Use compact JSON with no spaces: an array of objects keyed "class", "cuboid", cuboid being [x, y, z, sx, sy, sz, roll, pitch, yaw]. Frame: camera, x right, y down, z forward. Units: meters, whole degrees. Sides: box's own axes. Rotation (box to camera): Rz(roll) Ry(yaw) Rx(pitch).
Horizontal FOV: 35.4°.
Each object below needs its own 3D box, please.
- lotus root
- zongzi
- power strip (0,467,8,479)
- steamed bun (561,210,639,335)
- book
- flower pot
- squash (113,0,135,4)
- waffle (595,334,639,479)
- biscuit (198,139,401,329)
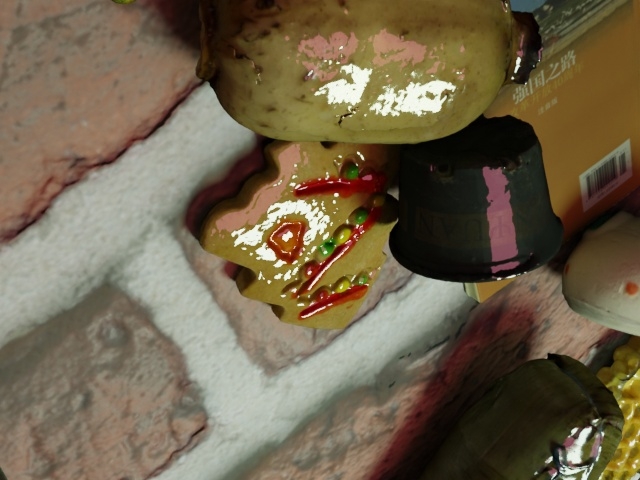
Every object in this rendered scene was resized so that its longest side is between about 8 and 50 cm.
[{"class":"lotus root","cuboid":[0.043,-0.153,0.762,0.284,0.146,0.160,-2,140,-20]},{"class":"zongzi","cuboid":[0.283,0.317,1.248,0.393,0.174,0.356,18,112,-43]},{"class":"power strip","cuboid":[-0.333,0.274,0.652,0.161,0.357,0.357,13,111,-43]},{"class":"steamed bun","cuboid":[0.379,0.040,1.139,0.228,0.177,0.130,11,100,-37]},{"class":"book","cuboid":[0.224,-0.130,1.004,0.263,0.028,0.373,-34,135,-13]},{"class":"flower pot","cuboid":[0.132,-0.045,0.881,0.157,0.157,0.106,-24,122,-23]},{"class":"squash","cuboid":[-0.140,-0.176,0.653,0.027,0.083,0.027,-21,130,-27]},{"class":"waffle","cuboid":[0.464,0.222,1.409,0.329,0.062,0.329,-19,129,-24]},{"class":"biscuit","cuboid":[0.000,0.000,0.916,0.212,0.041,0.238,-32,133,-18]}]
